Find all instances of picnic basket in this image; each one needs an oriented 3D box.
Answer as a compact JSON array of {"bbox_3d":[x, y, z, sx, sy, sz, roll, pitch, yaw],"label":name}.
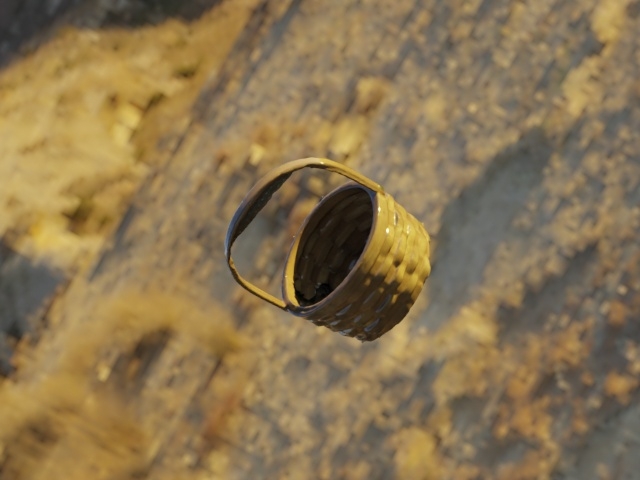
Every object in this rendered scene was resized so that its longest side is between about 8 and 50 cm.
[{"bbox_3d":[0.000,0.000,0.791,0.072,0.083,0.072,-37,38,36],"label":"picnic basket"}]
